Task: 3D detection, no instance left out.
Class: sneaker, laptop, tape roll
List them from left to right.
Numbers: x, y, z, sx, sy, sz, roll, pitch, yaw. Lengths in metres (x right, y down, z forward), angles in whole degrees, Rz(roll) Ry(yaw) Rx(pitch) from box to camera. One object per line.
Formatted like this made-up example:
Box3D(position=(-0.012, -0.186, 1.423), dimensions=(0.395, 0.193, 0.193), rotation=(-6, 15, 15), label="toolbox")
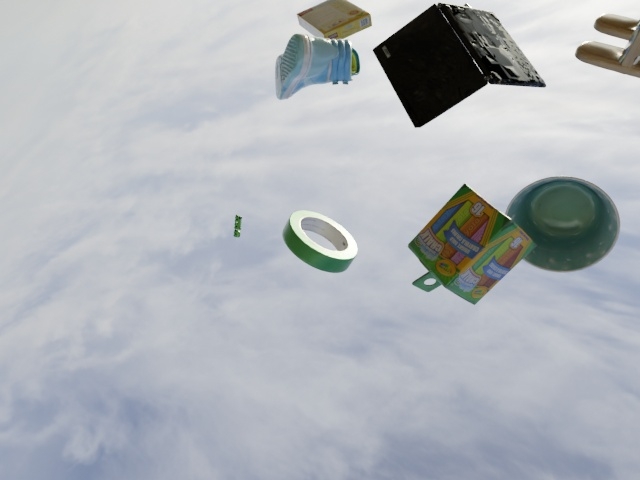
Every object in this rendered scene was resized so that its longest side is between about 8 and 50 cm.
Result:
Box3D(position=(-0.010, -0.467, 1.259), dimensions=(0.207, 0.127, 0.319), rotation=(-4, -174, -17), label="sneaker")
Box3D(position=(0.000, 0.000, 1.887), dimensions=(0.077, 0.320, 0.321), rotation=(-59, -147, 27), label="tape roll")
Box3D(position=(0.288, -0.367, 0.953), dimensions=(0.264, 0.137, 0.235), rotation=(-8, -116, -29), label="laptop")

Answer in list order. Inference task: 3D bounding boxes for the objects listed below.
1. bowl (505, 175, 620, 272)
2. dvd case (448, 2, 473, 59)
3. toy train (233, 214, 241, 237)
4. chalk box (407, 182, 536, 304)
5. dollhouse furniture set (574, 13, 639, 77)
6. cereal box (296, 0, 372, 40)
Box3D(position=(0.752, -0.074, 1.412), dimensions=(0.311, 0.312, 0.163), rotation=(1, -155, 33), label="bowl")
Box3D(position=(0.476, -0.677, 1.571), dimensions=(0.221, 0.164, 0.018), rotation=(-42, -150, 37), label="dvd case")
Box3D(position=(-0.275, -0.048, 1.506), dimensions=(0.023, 0.084, 0.017), rotation=(8, -153, -5), label="toy train")
Box3D(position=(0.368, 0.036, 1.182), dimensions=(0.289, 0.180, 0.179), rotation=(-51, -136, 15), label="chalk box")
Box3D(position=(0.588, -0.566, 0.800), dimensions=(0.256, 0.362, 0.394), rotation=(28, -124, 22), label="dollhouse furniture set")
Box3D(position=(0.042, -0.743, 1.519), dimensions=(0.172, 0.047, 0.240), rotation=(-27, -134, -6), label="cereal box")
